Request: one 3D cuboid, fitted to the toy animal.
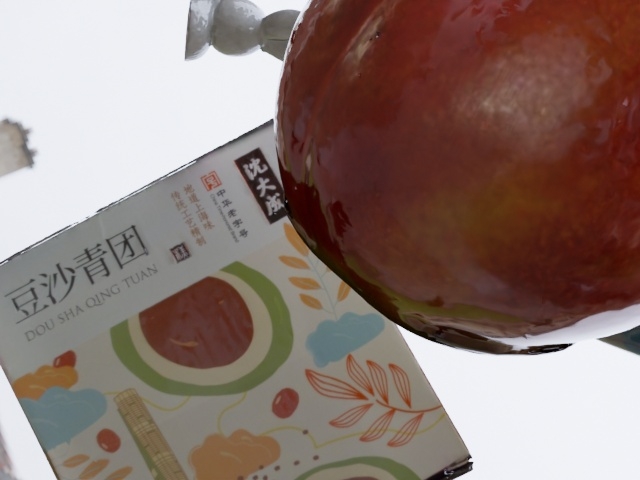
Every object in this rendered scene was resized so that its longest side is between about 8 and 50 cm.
[{"bbox_3d":[-0.103,-0.336,1.777,0.131,0.220,0.104,-92,-173,-47],"label":"toy animal"}]

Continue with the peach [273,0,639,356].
[{"bbox_3d":[0.146,-0.108,0.787,0.370,0.370,0.370,31,-45,37],"label":"peach"}]

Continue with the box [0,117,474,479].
[{"bbox_3d":[-0.099,0.136,1.096,0.385,0.344,0.122,60,-6,12],"label":"box"}]

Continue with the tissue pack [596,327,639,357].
[{"bbox_3d":[0.361,0.054,0.904,0.229,0.159,0.145,19,-89,39],"label":"tissue pack"}]
